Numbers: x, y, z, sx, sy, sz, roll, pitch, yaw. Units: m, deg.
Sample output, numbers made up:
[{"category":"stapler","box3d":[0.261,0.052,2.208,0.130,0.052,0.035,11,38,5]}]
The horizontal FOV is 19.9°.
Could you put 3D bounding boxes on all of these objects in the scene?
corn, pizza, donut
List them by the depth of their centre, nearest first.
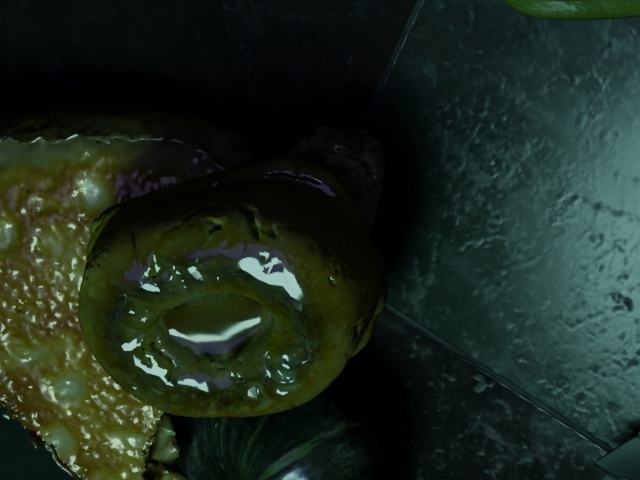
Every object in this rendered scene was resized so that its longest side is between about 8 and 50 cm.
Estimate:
[{"category":"donut","box3d":[-0.072,0.048,1.516,0.261,0.128,0.209,-17,115,24]},{"category":"corn","box3d":[0.000,0.000,1.585,0.087,0.087,0.211,22,118,19]},{"category":"pizza","box3d":[-0.231,0.072,1.712,0.439,0.130,0.406,-6,107,18]}]

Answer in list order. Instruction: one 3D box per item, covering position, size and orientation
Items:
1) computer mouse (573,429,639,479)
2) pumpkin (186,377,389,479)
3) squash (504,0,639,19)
[{"category":"computer mouse","box3d":[0.313,0.246,1.494,0.231,0.071,0.126,32,82,17]},{"category":"pumpkin","box3d":[-0.025,0.210,1.645,0.211,0.152,0.212,25,130,35]},{"category":"squash","box3d":[0.280,-0.217,1.350,0.340,0.094,0.095,-6,106,29]}]
